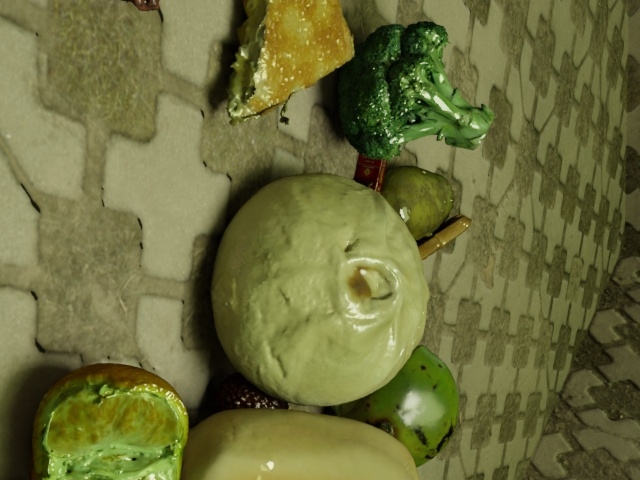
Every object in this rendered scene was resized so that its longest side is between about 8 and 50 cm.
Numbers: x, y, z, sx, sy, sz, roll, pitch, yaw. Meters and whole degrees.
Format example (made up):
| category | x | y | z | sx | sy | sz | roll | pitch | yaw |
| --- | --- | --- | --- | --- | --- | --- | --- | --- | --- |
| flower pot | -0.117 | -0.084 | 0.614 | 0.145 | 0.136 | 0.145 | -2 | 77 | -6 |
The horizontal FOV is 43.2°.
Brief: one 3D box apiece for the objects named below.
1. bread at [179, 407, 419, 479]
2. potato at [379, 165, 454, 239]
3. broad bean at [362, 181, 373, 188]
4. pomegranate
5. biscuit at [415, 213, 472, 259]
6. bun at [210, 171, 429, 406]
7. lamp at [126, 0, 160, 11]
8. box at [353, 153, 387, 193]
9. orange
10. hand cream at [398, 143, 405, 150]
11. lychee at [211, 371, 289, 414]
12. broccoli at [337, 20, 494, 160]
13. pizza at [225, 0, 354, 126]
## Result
| category | x | y | z | sx | sy | sz | roll | pitch | yaw |
| --- | --- | --- | --- | --- | --- | --- | --- | --- | --- |
| bread | -0.063 | 0.407 | 1.128 | 0.376 | 0.253 | 0.347 | 8 | 90 | -19 |
| potato | 0.177 | -0.075 | 1.592 | 0.251 | 0.113 | 0.149 | -19 | 97 | -50 |
| broad bean | 0.000 | 0.000 | 1.388 | 0.339 | 0.061 | 0.077 | -47 | 119 | -40 |
| pomegranate | 0.162 | 0.321 | 1.624 | 0.341 | 0.261 | 0.260 | -15 | 114 | -59 |
| biscuit | 0.206 | 0.020 | 1.655 | 0.239 | 0.212 | 0.041 | -34 | 93 | -20 |
| bun | 0.023 | 0.069 | 1.220 | 0.364 | 0.202 | 0.364 | 7 | 78 | -34 |
| lamp | -0.174 | -0.384 | 0.873 | 0.215 | 0.151 | 0.223 | -57 | 146 | -22 |
| box | 0.093 | -0.129 | 1.500 | 0.023 | 0.052 | 0.082 | 7 | 96 | -57 |
| orange | -0.254 | 0.257 | 0.972 | 0.179 | 0.158 | 0.237 | 2 | 97 | -17 |
| hand cream | 0.162 | -0.220 | 1.585 | 0.186 | 0.054 | 0.087 | -45 | 142 | -51 |
| lychee | -0.109 | 0.261 | 1.270 | 0.129 | 0.123 | 0.123 | 55 | 50 | -17 |
| broccoli | 0.160 | -0.243 | 1.367 | 0.269 | 0.270 | 0.270 | -63 | 173 | -14 |
| pizza | -0.071 | -0.288 | 1.159 | 0.287 | 0.075 | 0.280 | -58 | 141 | -24 |
